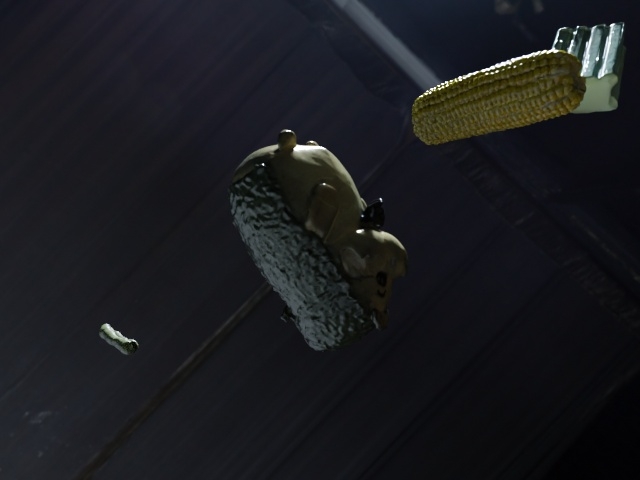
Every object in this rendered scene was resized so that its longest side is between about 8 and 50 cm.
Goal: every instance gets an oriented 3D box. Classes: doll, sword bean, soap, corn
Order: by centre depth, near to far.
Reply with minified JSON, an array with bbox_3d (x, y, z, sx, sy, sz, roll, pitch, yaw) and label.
[{"bbox_3d":[0.243,-0.197,0.947,0.244,0.093,0.093,-10,-42,40],"label":"corn"},{"bbox_3d":[0.000,0.000,1.100,0.247,0.248,0.349,55,13,-78],"label":"doll"},{"bbox_3d":[0.435,-0.285,1.109,0.115,0.198,0.063,3,-49,28],"label":"soap"},{"bbox_3d":[-0.458,0.220,1.512,0.043,0.038,0.269,6,-2,-29],"label":"sword bean"}]
